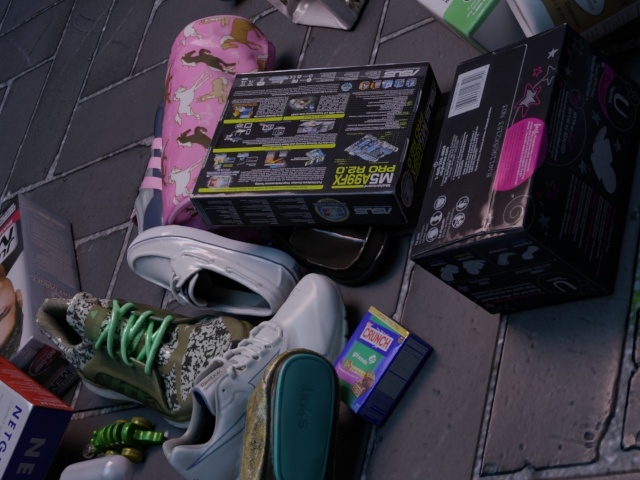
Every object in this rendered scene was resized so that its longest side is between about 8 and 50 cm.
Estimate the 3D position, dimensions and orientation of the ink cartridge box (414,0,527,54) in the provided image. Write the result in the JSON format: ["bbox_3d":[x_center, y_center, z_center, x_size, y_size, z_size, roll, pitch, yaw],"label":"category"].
[{"bbox_3d":[0.213,-0.344,1.738,0.211,0.121,0.289,-53,33,8],"label":"ink cartridge box"}]

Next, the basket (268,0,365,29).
[{"bbox_3d":[-0.007,-0.380,2.071,0.103,0.113,0.167,-57,32,-8],"label":"basket"}]

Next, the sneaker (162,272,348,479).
[{"bbox_3d":[-0.071,0.165,1.672,0.111,0.129,0.297,14,73,58],"label":"sneaker"}]

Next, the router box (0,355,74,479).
[{"bbox_3d":[-0.532,0.318,2.049,0.301,0.082,0.336,27,96,37],"label":"router box"}]

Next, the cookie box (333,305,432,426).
[{"bbox_3d":[0.061,0.139,1.602,0.107,0.040,0.092,-56,32,0],"label":"cookie box"}]

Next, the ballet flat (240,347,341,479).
[{"bbox_3d":[-0.042,0.291,1.546,0.123,0.123,0.349,-18,58,44],"label":"ballet flat"}]

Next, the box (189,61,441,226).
[{"bbox_3d":[-0.004,-0.118,1.767,0.270,0.060,0.216,-1,51,23],"label":"box"}]

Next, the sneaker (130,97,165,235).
[{"bbox_3d":[-0.231,-0.086,2.110,0.131,0.112,0.319,-34,38,27],"label":"sneaker"}]

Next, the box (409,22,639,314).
[{"bbox_3d":[0.216,-0.068,1.485,0.163,0.142,0.247,-16,49,47],"label":"box"}]

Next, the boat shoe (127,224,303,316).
[{"bbox_3d":[-0.151,0.044,1.831,0.258,0.095,0.084,4,38,31],"label":"boat shoe"}]

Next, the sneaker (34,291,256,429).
[{"bbox_3d":[-0.248,0.138,1.876,0.410,0.182,0.158,-3,60,51],"label":"sneaker"}]

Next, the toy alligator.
[{"bbox_3d":[-0.282,0.268,1.931,0.189,0.051,0.056,-16,50,46],"label":"toy alligator"}]

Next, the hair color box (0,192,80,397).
[{"bbox_3d":[-0.477,0.113,2.261,0.185,0.113,0.374,-45,35,18],"label":"hair color box"}]

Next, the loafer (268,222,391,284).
[{"bbox_3d":[0.000,0.000,1.765,0.220,0.078,0.080,7,68,55],"label":"loafer"}]

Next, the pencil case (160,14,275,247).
[{"bbox_3d":[-0.135,-0.150,1.998,0.386,0.167,0.160,-96,26,-44],"label":"pencil case"}]

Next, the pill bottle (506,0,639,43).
[{"bbox_3d":[0.311,-0.297,1.528,0.229,0.131,0.131,-30,38,7],"label":"pill bottle"}]

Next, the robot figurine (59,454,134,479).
[{"bbox_3d":[-0.266,0.400,1.661,0.353,0.199,0.300,-10,77,49],"label":"robot figurine"}]
